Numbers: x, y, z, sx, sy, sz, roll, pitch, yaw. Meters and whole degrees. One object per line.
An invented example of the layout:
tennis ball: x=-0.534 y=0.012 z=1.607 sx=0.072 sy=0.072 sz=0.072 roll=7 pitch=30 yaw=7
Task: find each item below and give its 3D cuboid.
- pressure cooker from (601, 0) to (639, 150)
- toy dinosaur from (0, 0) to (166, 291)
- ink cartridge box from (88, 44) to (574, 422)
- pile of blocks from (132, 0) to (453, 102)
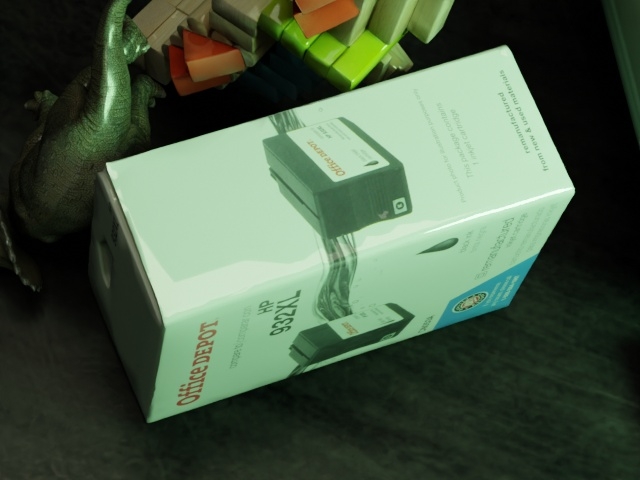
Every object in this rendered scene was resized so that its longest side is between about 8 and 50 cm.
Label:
pressure cooker: x=0.391 y=-0.196 z=1.476 sx=0.375 sy=0.370 sz=0.420 roll=-12 pitch=65 yaw=5
toy dinosaur: x=-0.173 y=-0.063 z=1.422 sx=0.121 sy=0.313 sz=0.160 roll=33 pitch=46 yaw=-21
ink cartridge box: x=0.000 y=0.000 z=1.408 sx=0.307 sy=0.223 sz=0.129 roll=-17 pitch=71 yaw=-15
pile of blocks: x=-0.034 y=-0.142 z=1.428 sx=0.149 sy=0.362 sz=0.112 roll=49 pitch=64 yaw=-15
